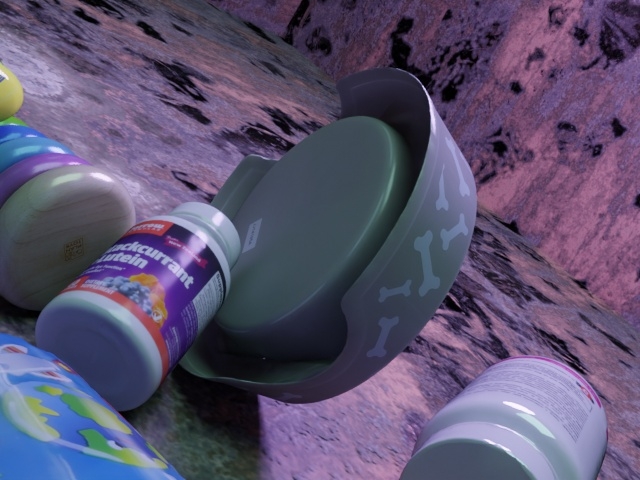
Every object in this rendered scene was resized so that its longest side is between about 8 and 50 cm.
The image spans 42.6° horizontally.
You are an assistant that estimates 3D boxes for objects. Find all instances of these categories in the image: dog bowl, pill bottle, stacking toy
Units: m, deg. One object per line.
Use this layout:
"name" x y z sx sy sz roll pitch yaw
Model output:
"dog bowl" 0.000 0.000 0.799 0.102 0.349 0.349 38 13 -28
"pill bottle" 0.181 0.214 0.793 0.160 0.160 0.283 38 18 18
"pill bottle" -0.143 0.045 0.703 0.108 0.108 0.193 33 36 1
"stacking toy" -0.327 -0.074 0.790 0.330 0.141 0.141 35 17 31

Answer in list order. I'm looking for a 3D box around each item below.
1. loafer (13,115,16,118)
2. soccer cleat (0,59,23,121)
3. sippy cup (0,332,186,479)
"loafer" -0.403 -0.143 0.952 0.148 0.050 0.056 37 4 -43
"soccer cleat" -0.351 -0.114 0.618 0.289 0.093 0.121 9 55 -58
"sippy cup" -0.143 0.156 0.341 0.224 0.240 0.306 36 -24 48
